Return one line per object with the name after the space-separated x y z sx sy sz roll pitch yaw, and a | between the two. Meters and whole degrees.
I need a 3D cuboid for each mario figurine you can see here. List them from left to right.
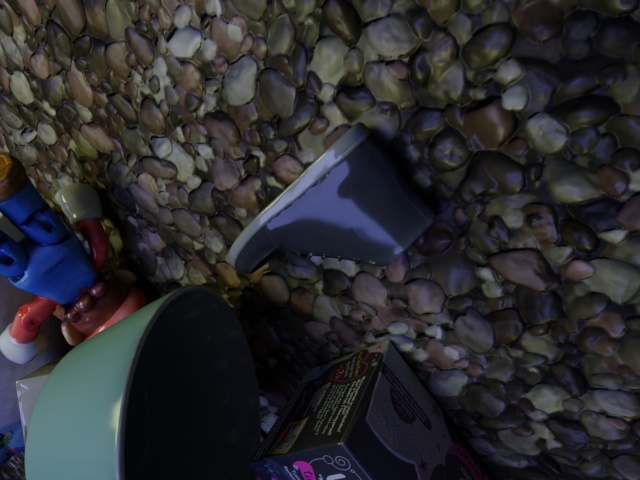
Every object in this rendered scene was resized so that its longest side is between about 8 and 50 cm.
-0.377 0.041 0.618 0.198 0.170 0.320 -23 135 -2 | mario figurine

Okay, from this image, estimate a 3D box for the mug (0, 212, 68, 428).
-0.583 0.110 0.737 0.374 0.277 0.327 42 147 50 | mug

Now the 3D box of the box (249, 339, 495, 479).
0.076 0.268 0.508 0.142 0.163 0.247 -30 100 35 | box

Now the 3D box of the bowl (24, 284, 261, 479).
-0.198 0.216 0.517 0.163 0.311 0.311 -10 113 12 | bowl

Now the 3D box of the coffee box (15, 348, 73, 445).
-0.349 0.242 0.671 0.246 0.098 0.140 162 100 -74 | coffee box

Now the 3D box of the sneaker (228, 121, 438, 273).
0.000 0.000 0.446 0.118 0.083 0.222 48 128 -3 | sneaker

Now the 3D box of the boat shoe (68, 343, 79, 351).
-0.424 0.235 0.843 0.065 0.083 0.183 -30 73 38 | boat shoe

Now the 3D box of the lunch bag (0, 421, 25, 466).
-0.892 0.420 1.173 0.293 0.138 0.220 26 132 35 | lunch bag

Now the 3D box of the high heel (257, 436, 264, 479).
-0.132 0.309 0.705 0.244 0.082 0.117 36 140 23 | high heel
